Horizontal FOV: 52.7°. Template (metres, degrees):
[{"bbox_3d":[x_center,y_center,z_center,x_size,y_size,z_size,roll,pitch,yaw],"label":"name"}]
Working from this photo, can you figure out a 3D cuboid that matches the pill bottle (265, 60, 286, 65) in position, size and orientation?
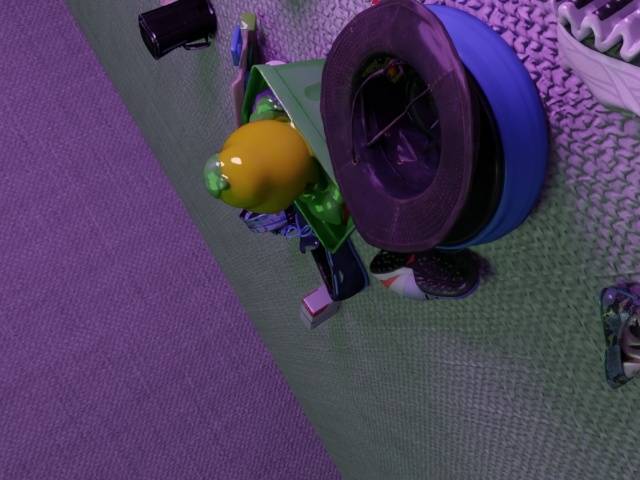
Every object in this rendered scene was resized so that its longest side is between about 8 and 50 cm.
[{"bbox_3d":[-0.100,-0.334,1.482,0.086,0.086,0.152,50,158,24],"label":"pill bottle"}]

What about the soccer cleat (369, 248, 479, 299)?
[{"bbox_3d":[0.224,0.076,1.304,0.116,0.108,0.318,43,164,-23],"label":"soccer cleat"}]

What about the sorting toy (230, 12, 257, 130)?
[{"bbox_3d":[-0.163,-0.370,1.518,0.347,0.047,0.195,95,-177,-58],"label":"sorting toy"}]

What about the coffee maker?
[{"bbox_3d":[-0.371,-0.565,1.662,0.120,0.178,0.171,48,157,27],"label":"coffee maker"}]

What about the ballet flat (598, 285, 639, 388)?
[{"bbox_3d":[0.440,0.149,0.925,0.070,0.070,0.188,30,149,53],"label":"ballet flat"}]

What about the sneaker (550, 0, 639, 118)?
[{"bbox_3d":[0.349,-0.163,0.649,0.292,0.110,0.118,55,169,35],"label":"sneaker"}]

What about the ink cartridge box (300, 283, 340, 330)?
[{"bbox_3d":[-0.001,0.200,1.970,0.063,0.109,0.150,51,159,18],"label":"ink cartridge box"}]

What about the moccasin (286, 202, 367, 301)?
[{"bbox_3d":[0.000,0.000,1.672,0.341,0.117,0.138,59,160,2],"label":"moccasin"}]

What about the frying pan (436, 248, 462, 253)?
[{"bbox_3d":[0.177,-0.127,1.165,0.326,0.053,0.197,61,157,10],"label":"frying pan"}]

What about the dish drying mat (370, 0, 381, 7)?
[{"bbox_3d":[0.091,-0.374,1.082,0.032,0.008,0.083,54,159,12],"label":"dish drying mat"}]

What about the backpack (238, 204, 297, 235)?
[{"bbox_3d":[-0.133,-0.074,1.803,0.158,0.173,0.116,21,137,59],"label":"backpack"}]

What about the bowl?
[{"bbox_3d":[0.167,-0.163,1.014,0.391,0.077,0.390,39,144,37],"label":"bowl"}]

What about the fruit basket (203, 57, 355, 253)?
[{"bbox_3d":[-0.064,-0.146,1.260,0.392,0.392,0.283,56,160,8],"label":"fruit basket"}]

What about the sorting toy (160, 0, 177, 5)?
[{"bbox_3d":[-0.422,-0.697,1.802,0.075,0.045,0.083,35,149,35],"label":"sorting toy"}]

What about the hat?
[{"bbox_3d":[0.132,-0.151,0.866,0.331,0.134,0.330,18,112,54],"label":"hat"}]
